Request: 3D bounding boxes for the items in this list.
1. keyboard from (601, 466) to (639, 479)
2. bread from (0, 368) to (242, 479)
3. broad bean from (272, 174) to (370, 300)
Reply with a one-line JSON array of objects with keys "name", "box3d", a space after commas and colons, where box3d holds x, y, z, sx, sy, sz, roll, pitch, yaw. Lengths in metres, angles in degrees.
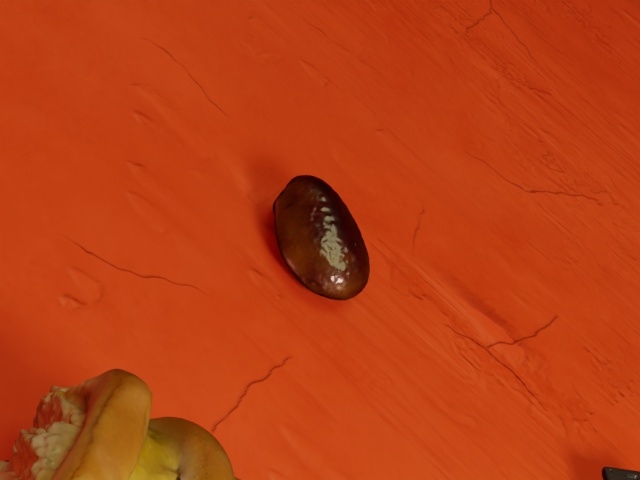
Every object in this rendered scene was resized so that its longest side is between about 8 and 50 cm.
[{"name": "keyboard", "box3d": [0.381, 0.328, 1.494, 0.103, 0.041, 0.381, 11, 48, -15]}, {"name": "bread", "box3d": [-0.166, 0.254, 1.050, 0.270, 0.211, 0.316, 36, 38, -4]}, {"name": "broad bean", "box3d": [0.000, 0.000, 1.589, 0.114, 0.084, 0.165, -2, 56, -21]}]
